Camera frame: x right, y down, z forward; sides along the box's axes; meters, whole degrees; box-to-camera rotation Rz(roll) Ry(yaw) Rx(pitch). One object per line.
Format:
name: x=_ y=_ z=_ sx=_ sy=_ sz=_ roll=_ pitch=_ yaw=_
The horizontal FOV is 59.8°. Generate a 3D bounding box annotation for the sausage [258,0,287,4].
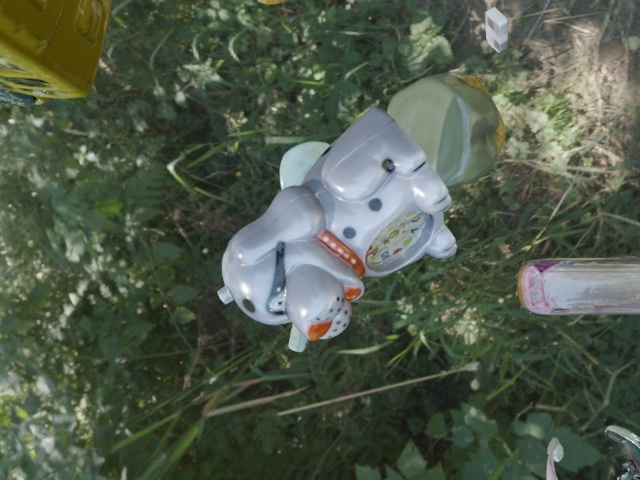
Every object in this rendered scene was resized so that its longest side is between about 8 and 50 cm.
sausage: x=-0.011 y=-0.530 z=0.914 sx=0.134 sy=0.116 sz=0.354 roll=50 pitch=138 yaw=-10

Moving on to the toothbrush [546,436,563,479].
toothbrush: x=0.353 y=0.390 z=0.848 sx=0.027 sy=0.269 sz=0.021 roll=42 pitch=122 yaw=6

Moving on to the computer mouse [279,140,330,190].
computer mouse: x=-0.011 y=-0.080 z=1.059 sx=0.079 sy=0.127 sz=0.231 roll=-107 pitch=5 yaw=-58

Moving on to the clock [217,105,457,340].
clock: x=0.004 y=0.000 z=0.607 sx=0.189 sy=0.254 sz=0.189 roll=52 pitch=171 yaw=11

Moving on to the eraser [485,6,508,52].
eraser: x=0.446 y=-0.533 z=1.410 sx=0.065 sy=0.026 sz=0.105 roll=59 pitch=-178 yaw=31

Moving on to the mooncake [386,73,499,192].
mooncake: x=0.266 y=-0.229 z=1.226 sx=0.275 sy=0.135 sz=0.275 roll=17 pitch=112 yaw=50

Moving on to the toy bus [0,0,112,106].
toy bus: x=-0.197 y=-0.154 z=0.292 sx=0.335 sy=0.123 sz=0.121 roll=-147 pitch=68 yaw=-88

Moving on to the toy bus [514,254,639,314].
toy bus: x=0.741 y=0.120 z=1.509 sx=0.386 sy=0.162 sz=0.171 roll=-1 pitch=85 yaw=5

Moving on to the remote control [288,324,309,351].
remote control: x=-0.013 y=0.110 z=0.988 sx=0.038 sy=0.233 sz=0.098 roll=13 pitch=104 yaw=5

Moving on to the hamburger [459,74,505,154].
hamburger: x=0.466 y=-0.360 z=1.728 sx=0.144 sy=0.260 sz=0.283 roll=-8 pitch=132 yaw=38

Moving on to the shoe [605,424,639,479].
shoe: x=0.654 y=0.462 z=1.156 sx=0.099 sy=0.071 sz=0.169 roll=-55 pitch=32 yaw=0
